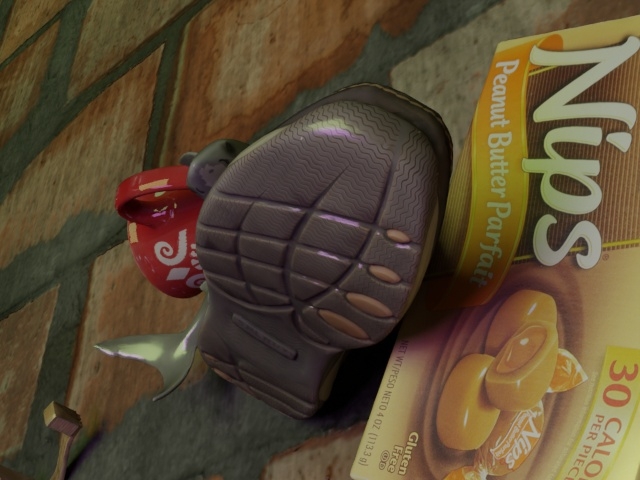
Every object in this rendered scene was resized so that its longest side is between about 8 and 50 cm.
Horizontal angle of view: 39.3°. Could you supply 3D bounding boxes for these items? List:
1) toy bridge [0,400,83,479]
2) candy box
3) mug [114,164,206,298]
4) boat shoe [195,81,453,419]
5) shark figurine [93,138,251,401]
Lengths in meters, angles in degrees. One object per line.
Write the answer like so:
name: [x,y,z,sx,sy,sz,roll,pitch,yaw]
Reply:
toy bridge: [-0.296,0.244,0.884,0.188,0.063,0.026,-50,36,6]
candy box: [0.154,0.019,0.531,0.183,0.087,0.317,1,63,49]
mug: [-0.085,-0.020,0.795,0.169,0.150,0.113,-20,88,33]
boat shoe: [0.000,0.000,0.582,0.130,0.132,0.355,-57,-1,-29]
shark figurine: [-0.088,-0.006,0.712,0.116,0.166,0.278,42,136,17]
